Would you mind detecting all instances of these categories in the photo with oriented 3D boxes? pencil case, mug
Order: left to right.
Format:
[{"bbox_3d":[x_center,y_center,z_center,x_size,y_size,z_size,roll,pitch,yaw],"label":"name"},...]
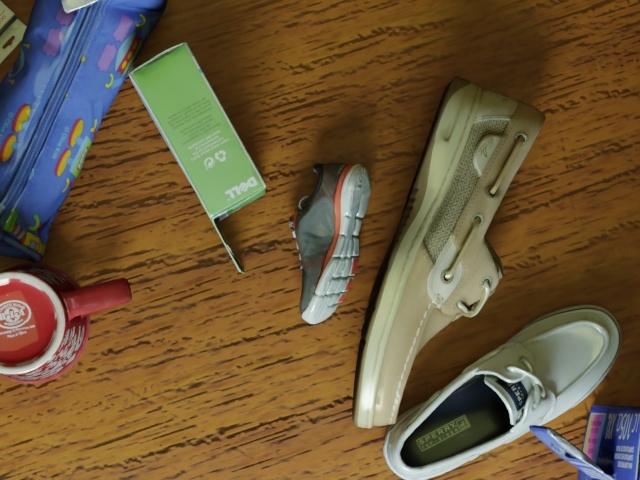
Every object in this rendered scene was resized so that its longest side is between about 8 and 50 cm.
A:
[{"bbox_3d":[-0.259,0.061,1.798,0.113,0.169,0.150,44,87,0],"label":"mug"},{"bbox_3d":[-0.250,-0.132,1.827,0.119,0.133,0.306,26,87,-5],"label":"pencil case"}]

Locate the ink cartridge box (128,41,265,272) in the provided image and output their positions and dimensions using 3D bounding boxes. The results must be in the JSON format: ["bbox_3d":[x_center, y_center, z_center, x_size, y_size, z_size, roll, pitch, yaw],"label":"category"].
[{"bbox_3d":[-0.099,-0.075,1.842,0.062,0.109,0.209,-29,89,-3],"label":"ink cartridge box"}]

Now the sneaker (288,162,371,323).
[{"bbox_3d":[0.000,0.000,1.880,0.065,0.061,0.158,14,86,25],"label":"sneaker"}]

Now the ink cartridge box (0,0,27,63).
[{"bbox_3d":[-0.322,-0.212,1.878,0.083,0.028,0.048,41,87,-1],"label":"ink cartridge box"}]

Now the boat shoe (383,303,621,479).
[{"bbox_3d":[0.177,0.148,1.857,0.258,0.084,0.095,-36,89,-4],"label":"boat shoe"}]

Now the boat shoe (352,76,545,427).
[{"bbox_3d":[0.117,0.021,1.842,0.110,0.121,0.341,19,85,-1],"label":"boat shoe"}]

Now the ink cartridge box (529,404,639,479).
[{"bbox_3d":[0.383,0.237,1.771,0.395,0.270,0.151,8,85,-3],"label":"ink cartridge box"}]
